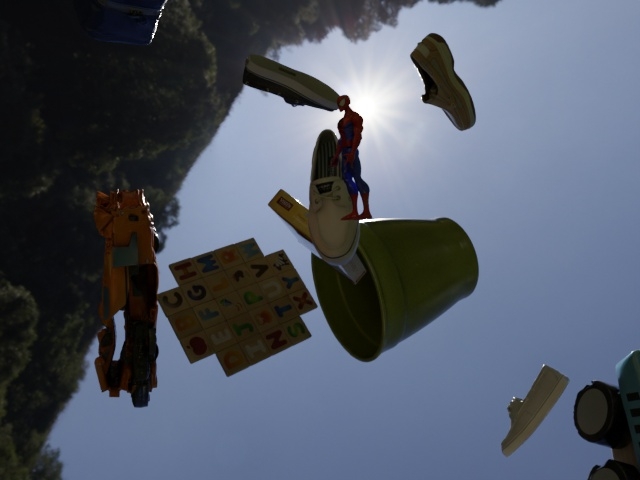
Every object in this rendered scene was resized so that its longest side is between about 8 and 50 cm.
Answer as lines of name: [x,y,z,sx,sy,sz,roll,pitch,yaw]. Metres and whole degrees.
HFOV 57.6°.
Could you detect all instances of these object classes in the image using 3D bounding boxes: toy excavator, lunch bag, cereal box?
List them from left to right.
lunch bag: [-0.177,-0.223,0.509,0.065,0.067,0.099,-50,-120,42]
cereal box: [0.000,0.000,1.172,0.173,0.240,0.047,37,-96,21]
toy excavator: [0.618,0.215,0.895,0.445,0.222,0.433,117,-11,-46]

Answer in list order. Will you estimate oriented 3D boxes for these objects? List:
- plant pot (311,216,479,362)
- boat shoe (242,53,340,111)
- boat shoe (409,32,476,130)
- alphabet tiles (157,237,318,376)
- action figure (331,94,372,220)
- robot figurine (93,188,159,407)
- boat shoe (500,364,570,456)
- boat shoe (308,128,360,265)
plant pot: [0.213,0.088,1.550,0.352,0.367,0.366,-16,-148,-24]
boat shoe: [-0.039,-0.207,0.796,0.049,0.142,0.040,-74,-170,-53]
boat shoe: [0.205,-0.259,1.009,0.072,0.190,0.068,-41,-150,-8]
alphabet tiles: [-0.180,0.139,1.322,0.342,0.011,0.285,-20,-110,-35]
action figure: [0.027,-0.076,0.538,0.030,0.115,0.038,-5,-177,-23]
robot figurine: [-0.270,0.082,0.812,0.084,0.291,0.211,0,-167,-19]
boat shoe: [0.382,0.312,1.076,0.063,0.066,0.184,37,-81,28]
boat shoe: [0.011,-0.073,0.918,0.083,0.076,0.227,-13,-121,11]
